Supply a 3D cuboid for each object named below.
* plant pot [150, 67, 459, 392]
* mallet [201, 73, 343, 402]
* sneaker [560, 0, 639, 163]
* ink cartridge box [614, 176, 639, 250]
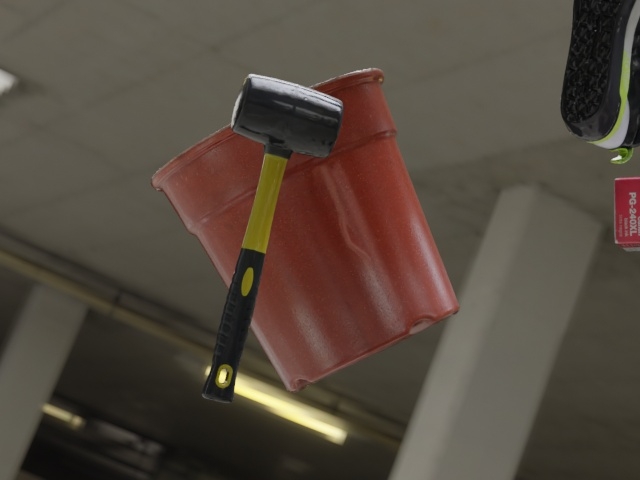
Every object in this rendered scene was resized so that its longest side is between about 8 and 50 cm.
[{"bbox_3d":[0.000,0.000,1.782,0.265,0.272,0.272,65,-17,4],"label":"plant pot"},{"bbox_3d":[-0.028,0.001,0.983,0.062,0.189,0.039,7,-3,-11],"label":"mallet"},{"bbox_3d":[0.293,-0.190,1.622,0.097,0.234,0.084,21,-7,-36],"label":"sneaker"},{"bbox_3d":[0.349,-0.025,1.556,0.151,0.063,0.109,-1,-5,16],"label":"ink cartridge box"}]
